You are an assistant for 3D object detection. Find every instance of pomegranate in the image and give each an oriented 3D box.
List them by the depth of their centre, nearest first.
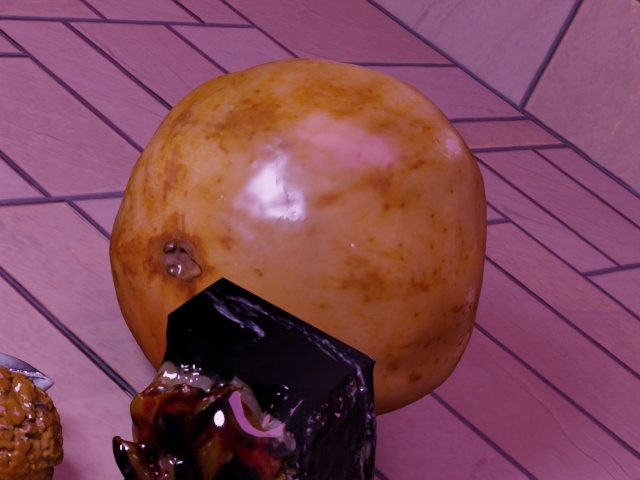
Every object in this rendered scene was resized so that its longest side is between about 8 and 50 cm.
[{"bbox_3d":[0.000,0.000,1.922,0.410,0.410,0.410,23,22,-10],"label":"pomegranate"}]

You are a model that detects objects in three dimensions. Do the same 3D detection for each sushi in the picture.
[{"bbox_3d":[-0.067,0.202,1.627,0.215,0.227,0.212,27,28,14],"label":"sushi"}]

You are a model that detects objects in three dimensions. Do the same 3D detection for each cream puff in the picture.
[{"bbox_3d":[-0.281,0.159,1.632,0.144,0.103,0.126,3,32,-48],"label":"cream puff"}]

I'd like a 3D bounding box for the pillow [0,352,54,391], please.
[{"bbox_3d":[-0.310,0.118,1.720,0.135,0.091,0.055,17,35,-20],"label":"pillow"}]
